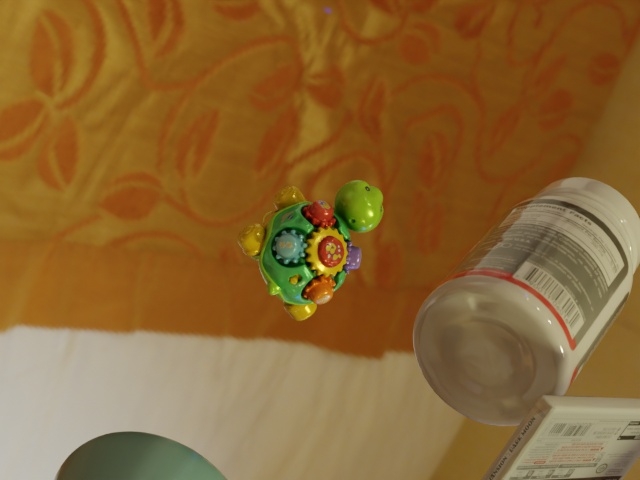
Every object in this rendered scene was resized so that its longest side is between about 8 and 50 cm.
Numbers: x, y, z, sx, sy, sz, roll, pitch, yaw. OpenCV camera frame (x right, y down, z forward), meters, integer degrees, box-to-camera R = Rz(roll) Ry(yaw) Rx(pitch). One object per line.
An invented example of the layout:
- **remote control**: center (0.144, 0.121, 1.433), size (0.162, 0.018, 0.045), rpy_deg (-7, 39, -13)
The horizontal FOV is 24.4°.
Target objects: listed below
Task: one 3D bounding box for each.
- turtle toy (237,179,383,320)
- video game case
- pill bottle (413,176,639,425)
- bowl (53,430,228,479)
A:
- **turtle toy**: center (0.000, 0.000, 1.216), size (0.130, 0.066, 0.095), rpy_deg (-48, 115, -28)
- **video game case**: center (0.200, 0.204, 1.269), size (0.190, 0.022, 0.173), rpy_deg (8, 120, -47)
- **pill bottle**: center (0.221, 0.052, 1.509), size (0.283, 0.161, 0.161), rpy_deg (-42, 144, -51)
- **bowl**: center (-0.266, 0.441, 2.062), size (0.163, 0.311, 0.312), rpy_deg (-55, 158, -62)
